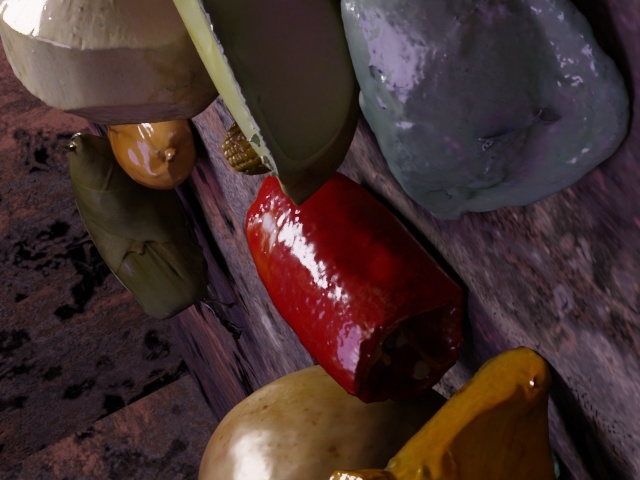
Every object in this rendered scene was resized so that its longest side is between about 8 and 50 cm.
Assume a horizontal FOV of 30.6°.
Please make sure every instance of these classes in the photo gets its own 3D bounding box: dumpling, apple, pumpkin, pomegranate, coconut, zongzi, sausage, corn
[{"bbox_3d":[0.081,-0.082,0.641,0.149,0.104,0.217,51,162,44],"label":"dumpling"},{"bbox_3d":[-0.040,-0.164,0.949,0.193,0.120,0.265,85,161,-88],"label":"apple"},{"bbox_3d":[0.112,0.248,0.815,0.095,0.290,0.258,-32,89,50],"label":"pumpkin"},{"bbox_3d":[0.017,0.285,1.110,0.338,0.338,0.338,58,166,23],"label":"pomegranate"},{"bbox_3d":[-0.199,-0.233,1.182,0.259,0.259,0.259,58,166,23],"label":"coconut"},{"bbox_3d":[-0.304,0.012,2.058,0.447,0.181,0.418,62,180,0],"label":"zongzi"},{"bbox_3d":[-0.265,-0.151,1.851,0.136,0.120,0.241,55,170,-15],"label":"sausage"},{"bbox_3d":[-0.063,-0.106,1.254,0.068,0.068,0.207,65,168,-6],"label":"corn"}]

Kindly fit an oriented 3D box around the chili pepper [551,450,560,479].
[{"bbox_3d":[0.190,0.264,1.011,0.088,0.059,0.227,36,152,55],"label":"chili pepper"}]

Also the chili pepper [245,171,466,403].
[{"bbox_3d":[-0.002,-0.003,1.082,0.338,0.131,0.135,-126,25,-43],"label":"chili pepper"}]
